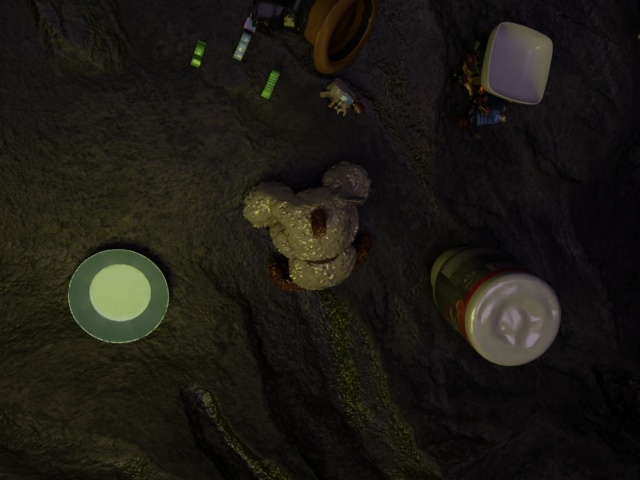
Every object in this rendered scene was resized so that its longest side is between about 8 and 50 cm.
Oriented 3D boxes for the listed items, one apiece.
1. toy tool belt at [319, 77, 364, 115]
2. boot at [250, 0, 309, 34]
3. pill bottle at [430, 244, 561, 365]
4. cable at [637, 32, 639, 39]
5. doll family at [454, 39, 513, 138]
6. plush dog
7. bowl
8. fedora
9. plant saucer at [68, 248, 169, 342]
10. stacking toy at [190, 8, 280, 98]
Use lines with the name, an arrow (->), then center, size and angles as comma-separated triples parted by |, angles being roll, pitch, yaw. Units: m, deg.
toy tool belt -> 0.041, -0.274, 1.539 | 0.083, 0.052, 0.051 | 45, 124, -12
boot -> -0.072, -0.435, 1.429 | 0.099, 0.045, 0.121 | 6, 109, -12
pill bottle -> 0.322, 0.108, 1.527 | 0.176, 0.318, 0.176 | -2, 103, -8
cable -> 0.750, -0.503, 1.579 | 0.140, 0.072, 0.287 | 24, 98, -19
doll family -> 0.316, -0.298, 1.556 | 0.111, 0.076, 0.192 | -18, 101, -24
plush dog -> 0.000, 0.000, 1.535 | 0.263, 0.210, 0.225 | -16, 128, -5
bowl -> 0.369, -0.337, 1.508 | 0.142, 0.053, 0.141 | 11, 91, -27
fedora -> 0.031, -0.409, 1.464 | 0.079, 0.194, 0.194 | 34, 97, 21
plant saucer -> -0.400, 0.107, 1.560 | 0.195, 0.037, 0.194 | -2, 104, -8
stacking toy -> -0.132, -0.400, 1.475 | 0.167, 0.052, 0.221 | 20, 100, -13
